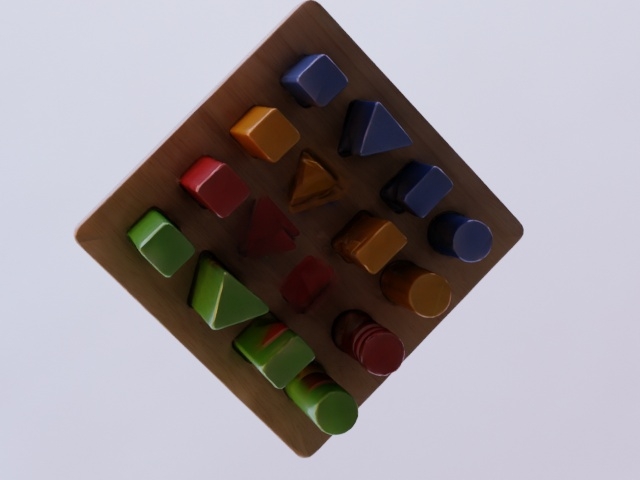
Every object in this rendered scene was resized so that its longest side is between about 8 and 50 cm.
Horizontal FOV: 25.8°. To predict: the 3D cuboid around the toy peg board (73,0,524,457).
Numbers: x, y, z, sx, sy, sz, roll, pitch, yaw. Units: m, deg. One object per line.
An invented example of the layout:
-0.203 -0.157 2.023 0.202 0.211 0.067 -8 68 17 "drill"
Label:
0.000 0.000 0.649 0.160 0.079 0.161 -45 -75 -4 "toy peg board"
